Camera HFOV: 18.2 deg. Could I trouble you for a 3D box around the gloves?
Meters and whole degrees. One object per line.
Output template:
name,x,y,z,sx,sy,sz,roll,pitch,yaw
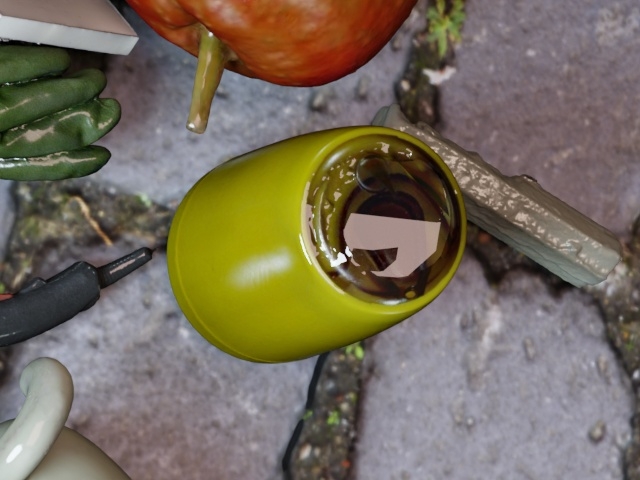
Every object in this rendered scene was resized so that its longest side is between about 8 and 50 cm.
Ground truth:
gloves,-0.282,-0.118,1.520,0.268,0.135,0.107,22,68,-9

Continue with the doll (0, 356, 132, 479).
doll,-0.166,0.285,1.474,0.370,0.226,0.215,50,37,-19

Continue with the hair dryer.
hair dryer,-0.249,0.021,1.543,0.271,0.091,0.236,-15,105,-38

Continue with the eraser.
eraser,-0.221,-0.188,1.542,0.150,0.023,0.104,3,40,-52

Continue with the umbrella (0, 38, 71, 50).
umbrella,-0.262,-0.170,1.585,0.144,0.040,0.037,0,92,-22

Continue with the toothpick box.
toothpick box,0.000,0.000,1.542,0.175,0.271,0.175,3,81,-22

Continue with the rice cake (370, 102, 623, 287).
rice cake,0.153,-0.038,1.735,0.256,0.052,0.057,31,43,-16

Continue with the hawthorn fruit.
hawthorn fruit,-0.046,-0.238,1.569,0.287,0.287,0.330,22,81,-19
